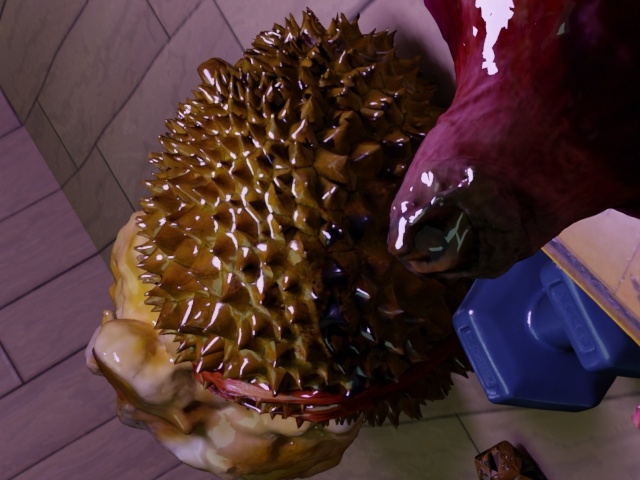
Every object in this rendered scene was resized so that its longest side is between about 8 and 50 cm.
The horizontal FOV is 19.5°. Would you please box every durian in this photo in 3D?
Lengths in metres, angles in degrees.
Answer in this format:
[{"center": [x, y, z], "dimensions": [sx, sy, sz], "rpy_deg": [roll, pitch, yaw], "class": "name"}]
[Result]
[{"center": [0.004, -0.003, 1.688], "dimensions": [0.384, 0.347, 0.347], "rpy_deg": [54, 165, -11], "class": "durian"}]

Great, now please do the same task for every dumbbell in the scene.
[{"center": [0.214, 0.051, 1.461], "dimensions": [0.144, 0.156, 0.316], "rpy_deg": [36, 164, -3], "class": "dumbbell"}]

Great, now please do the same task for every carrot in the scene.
[{"center": [0.243, 0.320, 2.001], "dimensions": [0.228, 0.069, 0.069], "rpy_deg": [57, 164, 3], "class": "carrot"}]

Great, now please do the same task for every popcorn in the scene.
[{"center": [-0.076, 0.085, 2.104], "dimensions": [0.344, 0.354, 0.390], "rpy_deg": [21, -167, 9], "class": "popcorn"}]

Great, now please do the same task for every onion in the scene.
[{"center": [0.166, -0.116, 0.898], "dimensions": [0.348, 0.385, 0.348], "rpy_deg": [37, 159, 16], "class": "onion"}]

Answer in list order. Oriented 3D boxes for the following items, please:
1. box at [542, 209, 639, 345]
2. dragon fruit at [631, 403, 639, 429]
[{"center": [0.251, -0.025, 1.184], "dimensions": [0.301, 0.084, 0.193], "rpy_deg": [48, 130, 35], "class": "box"}, {"center": [0.303, 0.150, 1.477], "dimensions": [0.116, 0.086, 0.081], "rpy_deg": [44, 153, 50], "class": "dragon fruit"}]
